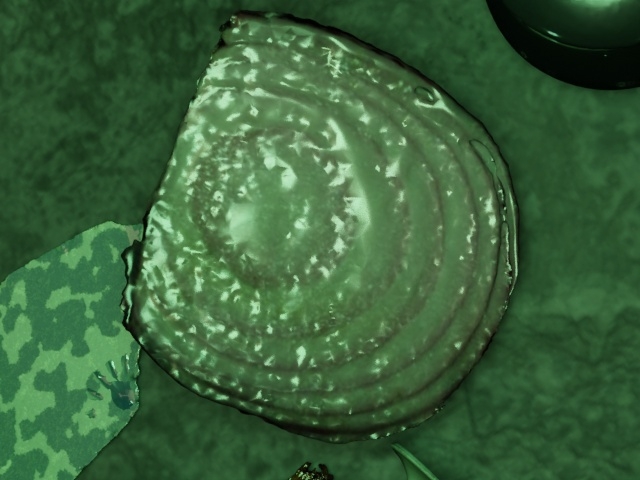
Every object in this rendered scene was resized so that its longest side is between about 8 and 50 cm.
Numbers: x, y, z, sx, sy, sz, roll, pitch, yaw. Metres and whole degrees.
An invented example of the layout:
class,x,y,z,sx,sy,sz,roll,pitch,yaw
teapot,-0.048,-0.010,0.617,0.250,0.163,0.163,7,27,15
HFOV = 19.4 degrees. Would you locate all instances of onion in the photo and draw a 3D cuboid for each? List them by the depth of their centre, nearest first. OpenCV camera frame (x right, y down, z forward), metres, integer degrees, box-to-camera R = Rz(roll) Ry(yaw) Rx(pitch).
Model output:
class,x,y,z,sx,sy,sz,roll,pitch,yaw
onion,0.000,0.000,1.236,0.247,0.111,0.250,23,84,-12

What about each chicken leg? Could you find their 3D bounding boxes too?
class,x,y,z,sx,sy,sz,roll,pitch,yaw
chicken leg,-0.017,0.189,1.275,0.036,0.021,0.083,22,95,1

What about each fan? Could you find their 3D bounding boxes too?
class,x,y,z,sx,sy,sz,roll,pitch,yaw
fan,-0.183,0.087,1.313,0.131,0.009,0.240,26,95,10

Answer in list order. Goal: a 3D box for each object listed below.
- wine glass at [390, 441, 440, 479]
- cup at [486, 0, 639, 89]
class,x,y,z,sx,sy,sz,roll,pitch,yaw
wine glass,0.009,0.227,1.217,0.079,0.079,0.195,44,83,8
cup,0.200,-0.196,1.154,0.223,0.176,0.169,-30,81,11
